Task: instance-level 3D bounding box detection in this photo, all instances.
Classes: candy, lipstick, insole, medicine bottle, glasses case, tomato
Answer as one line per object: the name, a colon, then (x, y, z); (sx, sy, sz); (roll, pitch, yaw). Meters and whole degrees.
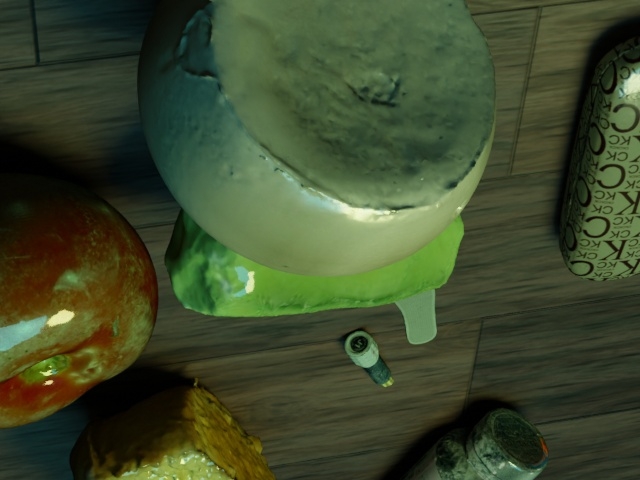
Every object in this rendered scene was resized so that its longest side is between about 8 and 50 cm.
candy: (0.000, 0.000, 1.792); (0.343, 0.142, 0.132); (-3, -179, -44)
lipstick: (0.063, 0.150, 2.121); (0.037, 0.037, 0.116); (-23, 144, 8)
insole: (0.112, 0.078, 2.076); (0.053, 0.002, 0.153); (-15, 141, -2)
medicine bottle: (0.173, 0.341, 2.297); (0.141, 0.141, 0.293); (15, 131, -32)
glasses case: (0.342, -0.084, 1.901); (0.137, 0.085, 0.355); (-9, 139, -10)
tomato: (-0.301, 0.046, 1.729); (0.270, 0.223, 0.270); (-24, 158, -10)

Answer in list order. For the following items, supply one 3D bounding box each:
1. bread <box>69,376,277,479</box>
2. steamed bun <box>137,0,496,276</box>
bread: (-0.165, 0.278, 2.080); (0.194, 0.179, 0.340); (-28, 137, 11)
steamed bun: (-0.008, -0.120, 1.563); (0.324, 0.324, 0.206); (6, 159, -25)
